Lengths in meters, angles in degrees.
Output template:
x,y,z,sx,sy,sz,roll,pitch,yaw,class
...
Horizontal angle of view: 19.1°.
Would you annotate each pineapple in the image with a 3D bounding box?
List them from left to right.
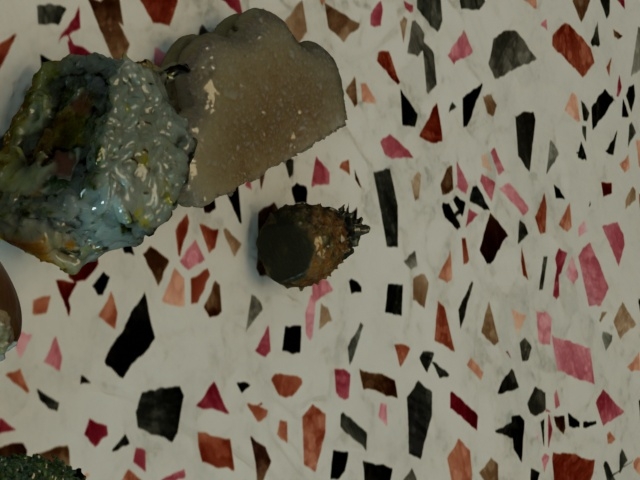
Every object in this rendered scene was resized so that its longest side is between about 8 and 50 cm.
x,y,z,sx,sy,sz,roll,pitch,yaw,class
0.000,0.000,2.357,0.197,0.108,0.108,-15,100,-63,pineapple

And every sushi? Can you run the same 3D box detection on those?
x,y,z,sx,sy,sz,roll,pitch,yaw,class
-0.235,-0.096,1.965,0.139,0.184,0.274,41,55,-46,sushi

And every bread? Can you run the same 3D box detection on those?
x,y,z,sx,sy,sz,roll,pitch,yaw,class
-0.099,-0.166,2.230,0.337,0.102,0.183,-33,111,-47,bread

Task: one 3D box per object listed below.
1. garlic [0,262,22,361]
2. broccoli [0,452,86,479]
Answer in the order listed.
x,y,z,sx,sy,sz,roll,pitch,yaw,class
-0.386,0.076,1.777,0.191,0.214,0.160,56,0,33,garlic
-0.307,0.375,1.811,0.221,0.252,0.361,-10,110,-50,broccoli
